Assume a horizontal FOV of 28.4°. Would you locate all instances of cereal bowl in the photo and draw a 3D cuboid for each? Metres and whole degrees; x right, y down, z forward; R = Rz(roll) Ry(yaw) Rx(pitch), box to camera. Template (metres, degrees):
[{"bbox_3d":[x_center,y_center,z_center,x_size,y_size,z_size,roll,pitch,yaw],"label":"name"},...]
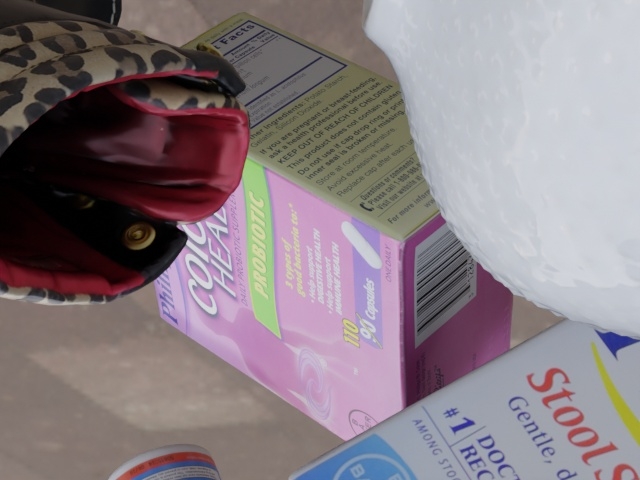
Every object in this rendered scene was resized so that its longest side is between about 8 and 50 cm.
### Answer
[{"bbox_3d":[0.097,-0.139,0.436,0.141,0.338,0.339,11,151,-2],"label":"cereal bowl"}]

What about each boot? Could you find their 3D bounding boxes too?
[{"bbox_3d":[-0.161,-0.088,0.652,0.284,0.138,0.377,27,-165,24],"label":"boot"}]

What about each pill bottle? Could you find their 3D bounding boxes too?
[{"bbox_3d":[-0.134,0.329,1.285,0.124,0.221,0.124,-17,145,-13],"label":"pill bottle"}]

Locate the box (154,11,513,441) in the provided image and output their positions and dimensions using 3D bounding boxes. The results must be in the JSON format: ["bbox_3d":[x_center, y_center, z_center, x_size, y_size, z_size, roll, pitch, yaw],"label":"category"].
[{"bbox_3d":[0.000,0.000,0.842,0.243,0.117,0.213,31,142,32],"label":"box"}]

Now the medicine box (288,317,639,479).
[{"bbox_3d":[0.170,0.186,0.688,0.289,0.263,0.149,-29,156,-10],"label":"medicine box"}]
